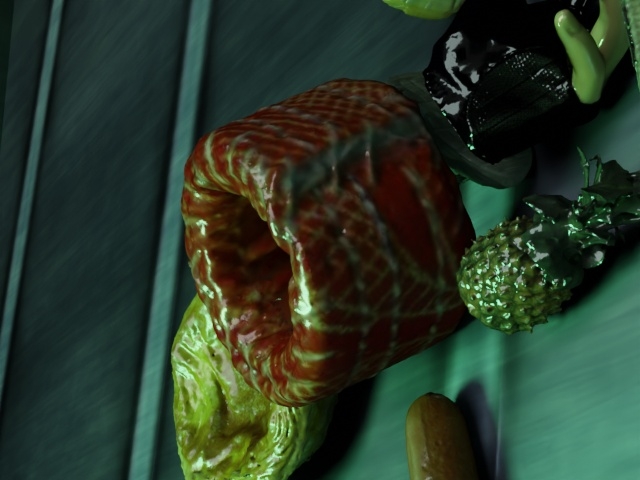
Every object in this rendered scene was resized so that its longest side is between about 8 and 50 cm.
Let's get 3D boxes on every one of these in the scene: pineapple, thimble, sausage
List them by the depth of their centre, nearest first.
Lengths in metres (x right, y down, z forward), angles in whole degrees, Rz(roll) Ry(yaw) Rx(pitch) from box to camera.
[{"bbox_3d":[0.233,0.001,1.386,0.251,0.125,0.125,131,143,-52],"label":"pineapple"},{"bbox_3d":[0.131,0.248,1.522,0.076,0.076,0.197,-51,35,42],"label":"sausage"},{"bbox_3d":[0.000,0.000,1.608,0.350,0.231,0.350,45,147,41],"label":"thimble"}]

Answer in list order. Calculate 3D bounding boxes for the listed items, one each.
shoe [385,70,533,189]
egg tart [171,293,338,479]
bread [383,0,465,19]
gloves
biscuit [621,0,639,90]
[{"bbox_3d":[0.145,-0.100,1.630,0.227,0.099,0.125,48,140,44],"label":"shoe"},{"bbox_3d":[-0.079,0.195,1.879,0.352,0.150,0.351,-24,61,53],"label":"egg tart"},{"bbox_3d":[0.117,-0.378,1.763,0.106,0.140,0.236,129,147,-47],"label":"bread"},{"bbox_3d":[0.233,-0.222,1.454,0.301,0.152,0.197,-51,57,31],"label":"gloves"},{"bbox_3d":[0.351,-0.133,1.228,0.150,0.052,0.252,-19,56,23],"label":"biscuit"}]
